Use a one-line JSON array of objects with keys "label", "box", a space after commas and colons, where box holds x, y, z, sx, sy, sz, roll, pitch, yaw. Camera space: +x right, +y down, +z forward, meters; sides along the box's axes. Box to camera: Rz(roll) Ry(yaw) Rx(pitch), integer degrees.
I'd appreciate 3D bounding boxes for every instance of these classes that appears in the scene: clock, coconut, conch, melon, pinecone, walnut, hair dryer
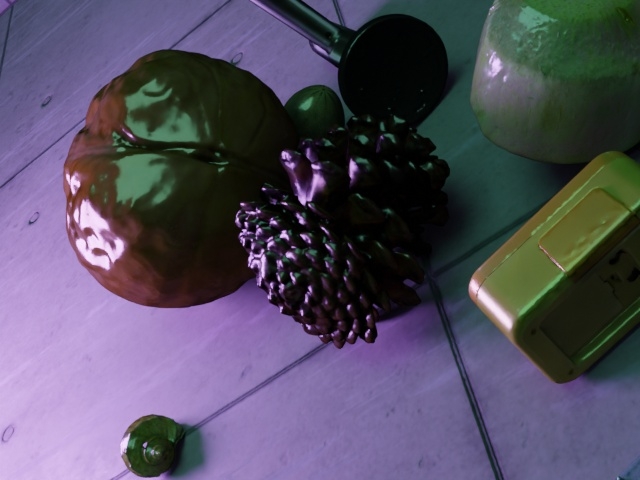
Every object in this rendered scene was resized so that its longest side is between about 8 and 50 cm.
[{"label": "clock", "box": [0.256, 0.027, 0.917, 0.202, 0.143, 0.096, -43, 39, 6]}, {"label": "coconut", "box": [0.273, -0.189, 1.050, 0.205, 0.236, 0.235, 17, 66, 15]}, {"label": "conch", "box": [-0.225, 0.270, 1.268, 0.089, 0.074, 0.121, -27, 10, -23]}, {"label": "melon", "box": [-0.014, -0.167, 1.392, 0.098, 0.098, 0.130, -111, 33, -50]}, {"label": "pinecone", "box": [0.045, -0.026, 1.123, 0.246, 0.246, 0.292, 6, 47, 48]}, {"label": "walnut", "box": [-0.194, -0.079, 1.327, 0.398, 0.308, 0.354, 3, 70, 63]}, {"label": "hair dryer", "box": [-0.016, -0.290, 1.375, 0.320, 0.284, 0.155, 40, 115, 55]}]

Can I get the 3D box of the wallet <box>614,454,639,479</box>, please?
[{"label": "wallet", "box": [0.392, 0.174, 0.680, 0.251, 0.054, 0.290, -35, 27, -14]}]
